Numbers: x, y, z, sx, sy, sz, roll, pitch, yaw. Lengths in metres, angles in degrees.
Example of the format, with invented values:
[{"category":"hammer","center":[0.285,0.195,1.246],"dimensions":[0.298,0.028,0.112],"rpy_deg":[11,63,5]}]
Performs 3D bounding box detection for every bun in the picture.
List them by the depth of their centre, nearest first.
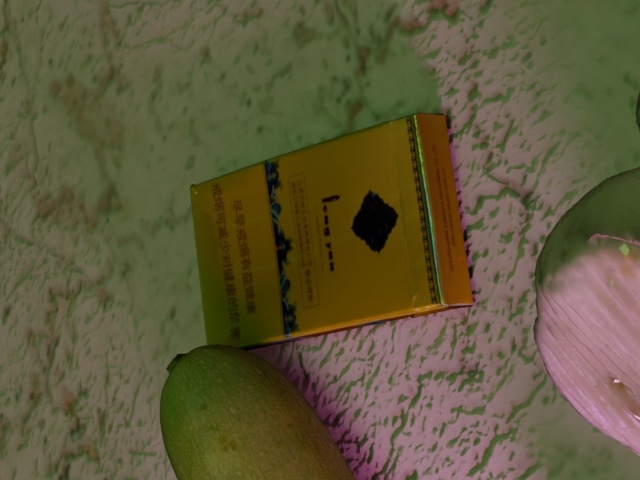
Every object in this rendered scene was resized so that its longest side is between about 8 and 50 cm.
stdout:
[{"category":"bun","center":[0.249,0.045,1.009],"dimensions":[0.239,0.141,0.239],"rpy_deg":[27,149,18]}]

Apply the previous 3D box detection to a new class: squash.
[{"category":"squash","center":[-0.048,0.185,1.340],"dimensions":[0.132,0.132,0.247],"rpy_deg":[-50,56,33]}]

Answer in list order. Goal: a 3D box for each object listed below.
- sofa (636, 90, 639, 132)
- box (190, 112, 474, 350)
[{"category":"sofa","center":[0.318,-0.108,0.907],"dimensions":[0.176,0.225,0.210],"rpy_deg":[42,115,42]},{"category":"box","center":[-0.001,0.000,1.353],"dimensions":[0.279,0.041,0.153],"rpy_deg":[-15,79,44]}]
